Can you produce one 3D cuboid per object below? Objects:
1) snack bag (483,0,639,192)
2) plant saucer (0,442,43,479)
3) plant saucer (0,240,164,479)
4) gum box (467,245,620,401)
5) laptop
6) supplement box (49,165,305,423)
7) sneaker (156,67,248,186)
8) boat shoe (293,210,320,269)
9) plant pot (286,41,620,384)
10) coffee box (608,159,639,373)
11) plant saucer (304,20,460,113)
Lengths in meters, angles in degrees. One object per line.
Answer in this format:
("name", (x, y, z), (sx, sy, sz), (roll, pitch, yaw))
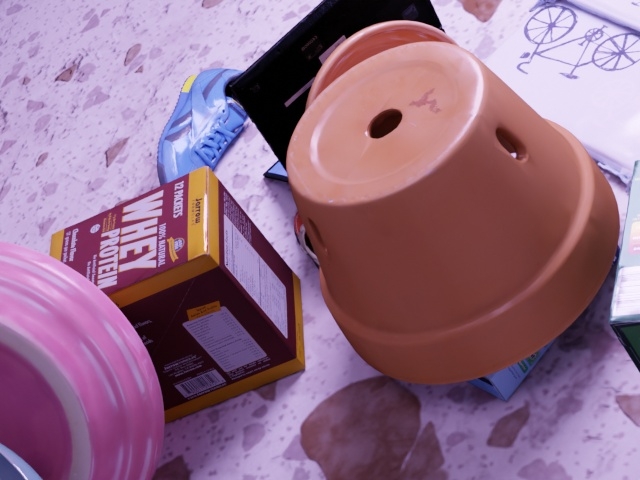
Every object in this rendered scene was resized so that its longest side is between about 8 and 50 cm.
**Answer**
("snack bag", (0.334, -0.226, 1.584), (0.342, 0.037, 0.323), (-45, 40, -9))
("plant saucer", (-0.296, 0.317, 1.369), (0.318, 0.317, 0.044), (9, 16, 42))
("plant saucer", (-0.318, 0.165, 1.456), (0.332, 0.332, 0.084), (-18, 13, 22))
("gum box", (0.170, 0.047, 1.433), (0.184, 0.041, 0.157), (-50, 40, -14))
("laptop", (0.007, -0.189, 1.633), (0.234, 0.264, 0.136), (-44, 50, -7))
("supplement box", (-0.146, 0.061, 1.533), (0.191, 0.194, 0.129), (-23, 41, 17))
("sneaker", (-0.137, -0.131, 1.817), (0.082, 0.069, 0.209), (-7, 47, 27))
("boat shoe", (0.000, 0.000, 1.605), (0.049, 0.043, 0.137), (-37, 38, 3))
("plant pot", (0.101, -0.043, 1.380), (0.291, 0.203, 0.290), (-22, 40, 20))
("coffee box", (0.297, 0.029, 1.301), (0.040, 0.113, 0.184), (-10, 45, 31))
("plant saucer", (0.071, -0.131, 1.561), (0.200, 0.200, 0.037), (-43, 29, -7))
